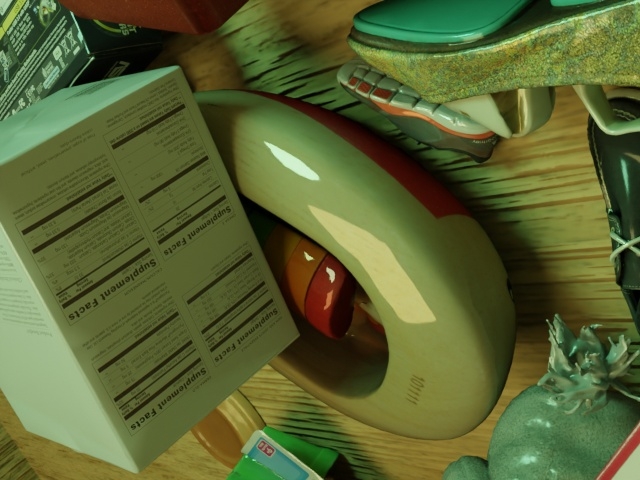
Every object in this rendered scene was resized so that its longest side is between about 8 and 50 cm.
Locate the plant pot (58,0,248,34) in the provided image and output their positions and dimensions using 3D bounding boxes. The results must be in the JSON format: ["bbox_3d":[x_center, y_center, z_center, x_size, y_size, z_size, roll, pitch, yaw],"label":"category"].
[{"bbox_3d":[-0.131,-0.304,0.687,0.267,0.267,0.235,18,147,39],"label":"plant pot"}]

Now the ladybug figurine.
[{"bbox_3d":[0.000,0.000,0.885,0.449,0.162,0.305,35,143,23],"label":"ladybug figurine"}]

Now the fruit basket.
[{"bbox_3d":[0.003,0.435,1.300,0.353,0.165,0.327,42,146,8],"label":"fruit basket"}]

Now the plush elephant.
[{"bbox_3d":[0.197,0.251,0.698,0.272,0.255,0.330,3,142,27],"label":"plush elephant"}]

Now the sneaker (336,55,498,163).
[{"bbox_3d":[0.079,-0.105,0.788,0.158,0.061,0.064,30,148,30],"label":"sneaker"}]

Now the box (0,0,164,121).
[{"bbox_3d":[-0.346,-0.251,1.019,0.395,0.097,0.318,-31,83,50],"label":"box"}]

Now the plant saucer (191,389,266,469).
[{"bbox_3d":[-0.154,0.288,1.457,0.200,0.037,0.200,31,142,28],"label":"plant saucer"}]

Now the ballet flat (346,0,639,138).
[{"bbox_3d":[0.159,-0.123,0.621,0.349,0.123,0.123,2,123,46],"label":"ballet flat"}]

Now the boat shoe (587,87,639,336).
[{"bbox_3d":[0.247,0.003,0.674,0.084,0.079,0.233,-2,118,52],"label":"boat shoe"}]

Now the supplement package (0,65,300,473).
[{"bbox_3d":[-0.190,0.019,0.801,0.199,0.198,0.262,2,122,47],"label":"supplement package"}]

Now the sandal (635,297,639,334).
[{"bbox_3d":[0.253,-0.013,0.607,0.040,0.179,0.067,19,178,-26],"label":"sandal"}]

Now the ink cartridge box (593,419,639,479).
[{"bbox_3d":[0.284,0.068,0.546,0.100,0.237,0.172,39,145,22],"label":"ink cartridge box"}]
